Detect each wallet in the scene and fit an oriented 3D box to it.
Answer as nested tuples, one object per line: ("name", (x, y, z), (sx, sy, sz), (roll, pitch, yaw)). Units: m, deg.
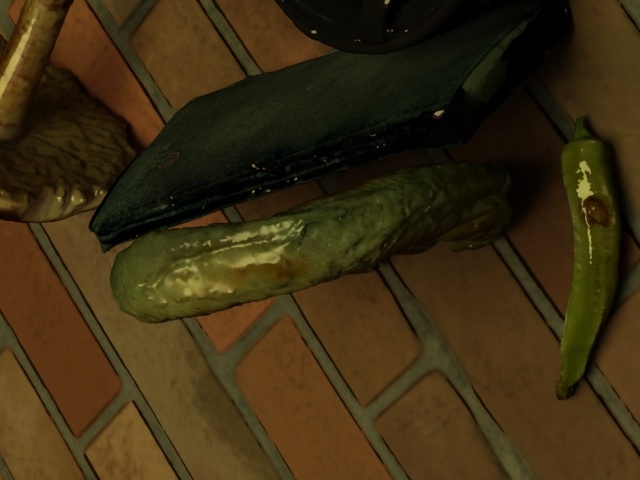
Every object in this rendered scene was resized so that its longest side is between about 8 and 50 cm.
("wallet", (-0.003, -0.090, 1.409), (0.379, 0.190, 0.046), (-14, 116, 40))

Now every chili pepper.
("chili pepper", (0.188, 0.019, 1.351), (0.049, 0.043, 0.208), (7, 102, 26))

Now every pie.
("pie", (-0.005, 0.001, 1.345), (0.302, 0.302, 0.066), (-15, 89, 40))

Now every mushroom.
("mushroom", (-0.261, -0.170, 1.576), (0.208, 0.233, 0.301), (8, 104, 30))

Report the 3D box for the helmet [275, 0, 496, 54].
("helmet", (0.071, -0.267, 1.326), (0.230, 0.160, 0.279), (41, 123, 28))
